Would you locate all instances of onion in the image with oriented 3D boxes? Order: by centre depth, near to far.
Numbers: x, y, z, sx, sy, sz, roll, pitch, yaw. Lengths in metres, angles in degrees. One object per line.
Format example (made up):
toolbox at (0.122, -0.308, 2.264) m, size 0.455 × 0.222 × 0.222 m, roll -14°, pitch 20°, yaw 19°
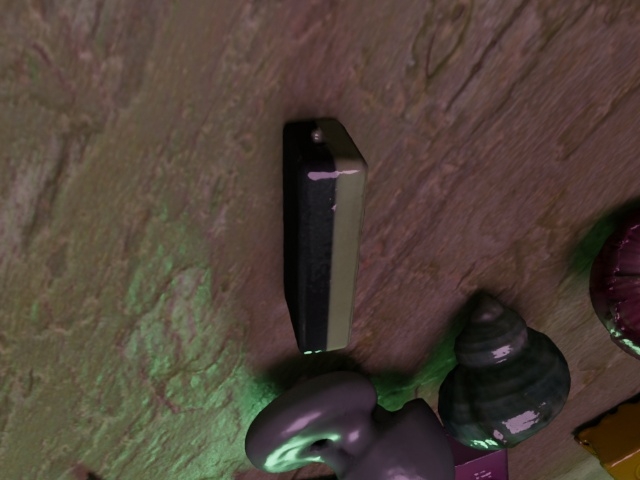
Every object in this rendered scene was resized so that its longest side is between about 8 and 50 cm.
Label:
onion at (0.480, 0.066, 0.649) m, size 0.230 × 0.229 × 0.163 m, roll -17°, pitch 165°, yaw -3°

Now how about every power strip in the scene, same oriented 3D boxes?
power strip at (0.000, 0.000, 0.501) m, size 0.070 × 0.105 × 0.256 m, roll -8°, pitch 128°, yaw -12°

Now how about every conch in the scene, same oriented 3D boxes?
conch at (0.269, 0.212, 0.704) m, size 0.196 × 0.220 × 0.277 m, roll -5°, pitch 110°, yaw 34°

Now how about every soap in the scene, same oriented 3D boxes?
soap at (0.288, 0.475, 0.959) m, size 0.181 × 0.081 × 0.259 m, roll -19°, pitch 129°, yaw -1°
soap at (0.744, 0.480, 1.081) m, size 0.204 × 0.096 × 0.324 m, roll -39°, pitch 127°, yaw 14°

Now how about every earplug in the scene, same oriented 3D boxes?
earplug at (0.049, 0.306, 0.705) m, size 0.326 × 0.175 × 0.214 m, roll 21°, pitch 124°, yaw -15°

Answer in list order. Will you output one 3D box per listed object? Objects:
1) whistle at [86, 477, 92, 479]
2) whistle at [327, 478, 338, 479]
whistle at (-0.363, 0.421, 0.768) m, size 0.035 × 0.035 × 0.100 m, roll -11°, pitch 127°, yaw -8°
whistle at (-0.010, 0.505, 0.913) m, size 0.305 × 0.062 × 0.062 m, roll -2°, pitch 127°, yaw -14°
